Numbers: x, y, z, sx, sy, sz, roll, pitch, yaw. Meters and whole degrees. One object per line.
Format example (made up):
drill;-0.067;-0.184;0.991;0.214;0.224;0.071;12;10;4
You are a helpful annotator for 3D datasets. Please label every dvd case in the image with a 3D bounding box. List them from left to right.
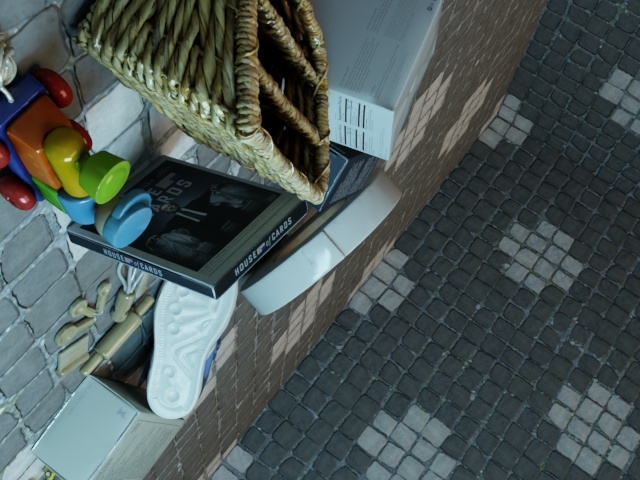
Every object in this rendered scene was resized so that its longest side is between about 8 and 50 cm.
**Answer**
dvd case;-0.162;-0.024;1.004;0.179;0.239;0.029;-46;141;-37

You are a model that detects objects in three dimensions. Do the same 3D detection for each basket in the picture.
basket;-0.065;-0.198;0.885;0.213;0.223;0.299;-59;162;-3

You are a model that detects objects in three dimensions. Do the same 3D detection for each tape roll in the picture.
tape roll;0.000;0.000;1.697;0.392;0.072;0.392;-40;-173;6

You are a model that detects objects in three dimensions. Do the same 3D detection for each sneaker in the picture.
sneaker;-0.232;0.143;1.488;0.236;0.130;0.323;-125;-130;-81

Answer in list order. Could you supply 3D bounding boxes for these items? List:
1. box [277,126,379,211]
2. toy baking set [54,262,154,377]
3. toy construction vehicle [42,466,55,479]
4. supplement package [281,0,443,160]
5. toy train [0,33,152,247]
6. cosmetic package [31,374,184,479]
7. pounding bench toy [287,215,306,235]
box;0.001;-0.152;1.462;0.108;0.153;0.207;-61;165;24
toy baking set;-0.303;0.100;1.245;0.256;0.030;0.197;-49;166;-27
toy construction vehicle;-0.475;0.417;1.420;0.098;0.035;0.086;-54;157;-21
supplement package;0.036;-0.251;1.132;0.149;0.203;0.194;86;26;-70
toy train;-0.237;-0.088;0.755;0.105;0.143;0.248;-51;167;-21
cosmetic package;-0.361;0.342;1.461;0.160;0.113;0.309;-54;167;-10
pounding bench toy;-0.084;-0.055;1.634;0.052;0.083;0.065;-50;-162;-14
